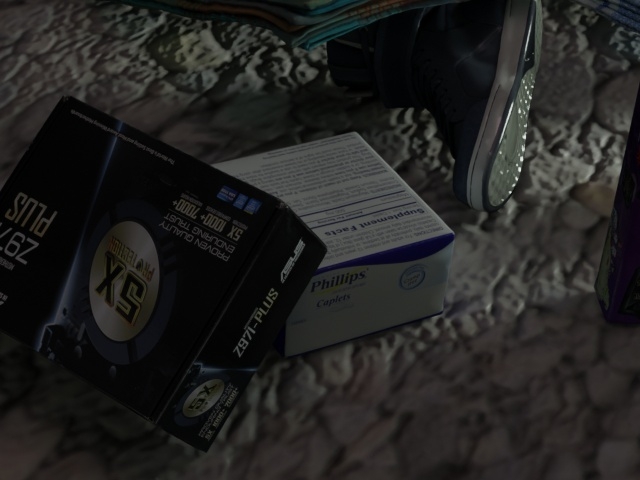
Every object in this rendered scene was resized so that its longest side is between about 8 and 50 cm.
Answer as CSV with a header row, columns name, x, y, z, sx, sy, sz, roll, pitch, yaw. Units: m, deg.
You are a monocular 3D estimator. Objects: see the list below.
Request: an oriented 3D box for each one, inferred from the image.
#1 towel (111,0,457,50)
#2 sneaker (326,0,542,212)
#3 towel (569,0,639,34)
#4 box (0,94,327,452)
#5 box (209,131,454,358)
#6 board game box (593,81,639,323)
name,x,y,z,sx,sy,sz,roll,pitch,yaw
towel,-0.009,-0.223,1.276,0.271,0.040,0.370,-19,23,-29
sneaker,0.078,-0.108,1.186,0.164,0.086,0.226,3,44,13
towel,0.327,-0.234,1.386,0.209,0.034,0.285,-19,33,-30
box,-0.113,0.017,0.933,0.180,0.077,0.147,28,81,27
box,0.000,0.000,1.034,0.126,0.072,0.137,-15,40,-24
board game box,0.369,-0.034,1.011,0.347,0.208,0.056,0,40,-5
